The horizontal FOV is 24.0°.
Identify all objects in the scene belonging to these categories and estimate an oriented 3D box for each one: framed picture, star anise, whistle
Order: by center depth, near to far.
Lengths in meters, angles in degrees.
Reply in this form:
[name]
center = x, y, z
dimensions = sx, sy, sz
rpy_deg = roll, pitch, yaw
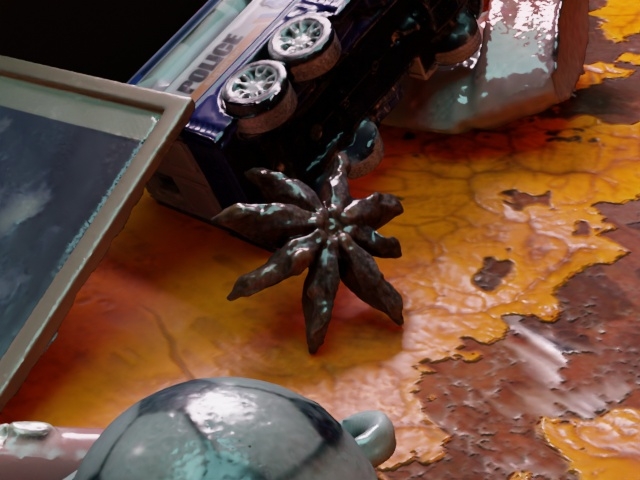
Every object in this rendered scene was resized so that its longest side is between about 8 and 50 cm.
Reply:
[whistle]
center = -0.068, 0.152, 0.660
dimensions = 0.163, 0.163, 0.289
rpy_deg = 25, 43, 37
[star anise]
center = -0.001, -0.001, 0.938
dimensions = 0.141, 0.042, 0.141
rpy_deg = 7, 61, -13
[framed picture]
center = -0.225, -0.001, 0.946
dimensions = 0.209, 0.019, 0.281
rpy_deg = 13, 60, 27

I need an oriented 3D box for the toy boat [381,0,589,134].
[toy boat]
center = 0.066, -0.146, 1.197
dimensions = 0.282, 0.096, 0.206
rpy_deg = 0, 42, 24

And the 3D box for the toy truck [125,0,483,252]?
[toy truck]
center = -0.013, -0.134, 1.071
dimensions = 0.155, 0.124, 0.268
rpy_deg = 20, 58, 38

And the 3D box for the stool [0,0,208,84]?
[stool]
center = -0.228, -0.264, 1.227
dimensions = 0.297, 0.297, 0.330
rpy_deg = -6, 27, -4

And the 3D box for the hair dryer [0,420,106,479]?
[hair dryer]
center = -0.215, 0.094, 0.746
dimensions = 0.352, 0.210, 0.125
rpy_deg = 4, 24, -16
